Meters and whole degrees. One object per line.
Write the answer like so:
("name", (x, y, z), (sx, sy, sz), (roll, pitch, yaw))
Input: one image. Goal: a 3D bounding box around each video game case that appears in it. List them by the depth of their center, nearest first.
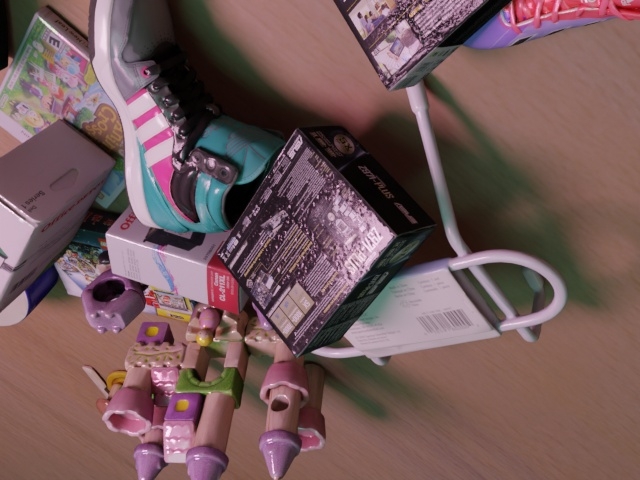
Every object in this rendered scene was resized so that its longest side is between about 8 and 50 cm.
("video game case", (-0.297, -0.151, 0.881), (0.193, 0.023, 0.212), (40, 136, -14))

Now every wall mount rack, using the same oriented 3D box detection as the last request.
("wall mount rack", (0.079, 0.006, 0.780), (0.350, 0.130, 0.304), (-17, 126, 37))

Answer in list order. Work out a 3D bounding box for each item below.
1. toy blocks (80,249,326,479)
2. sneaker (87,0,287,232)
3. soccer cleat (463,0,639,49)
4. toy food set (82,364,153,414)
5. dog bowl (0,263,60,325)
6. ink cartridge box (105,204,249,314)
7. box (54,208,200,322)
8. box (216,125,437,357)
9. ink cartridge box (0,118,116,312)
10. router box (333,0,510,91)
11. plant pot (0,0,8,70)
("toy blocks", (-0.154, 0.206, 0.939), (0.289, 0.260, 0.309), (-2, 133, 11))
("sneaker", (-0.122, -0.124, 0.726), (0.178, 0.124, 0.295), (13, 130, 22))
("soccer cleat", (0.204, -0.193, 0.535), (0.248, 0.095, 0.083), (-9, 127, 32))
("toy food set", (-0.346, 0.307, 1.320), (0.218, 0.071, 0.128), (4, 133, 24))
("dog bowl", (-0.529, 0.006, 1.092), (0.265, 0.104, 0.265), (14, 136, 14))
("ink cartridge box", (-0.153, 0.001, 0.880), (0.175, 0.127, 0.072), (17, 136, 11))
("box", (-0.283, 0.033, 1.039), (0.233, 0.044, 0.159), (11, 135, 17))
("box", (0.000, 0.000, 0.718), (0.147, 0.077, 0.180), (49, 123, 21))
("ink cartridge box", (-0.365, -0.024, 0.886), (0.092, 0.160, 0.219), (39, 129, -6))
("router box", (0.087, -0.223, 0.561), (0.179, 0.046, 0.133), (-36, 80, 45))
("plant pot", (-0.445, -0.266, 0.738), (0.188, 0.187, 0.167), (28, 125, -1))
